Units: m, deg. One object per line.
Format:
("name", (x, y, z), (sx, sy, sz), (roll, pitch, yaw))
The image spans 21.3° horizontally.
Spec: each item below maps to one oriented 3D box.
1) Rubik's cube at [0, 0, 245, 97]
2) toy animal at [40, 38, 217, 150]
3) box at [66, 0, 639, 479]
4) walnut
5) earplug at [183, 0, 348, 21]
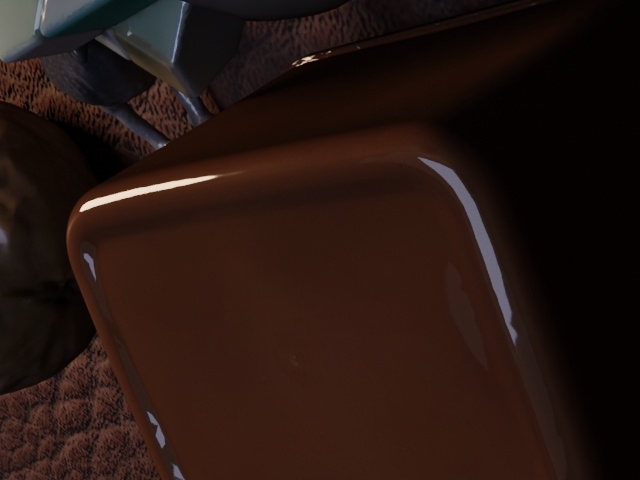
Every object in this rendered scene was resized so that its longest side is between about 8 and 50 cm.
("Rubik's cube", (-0.090, -0.223, 1.035), (0.224, 0.213, 0.265), (-19, 89, 43))
("toy animal", (-0.158, -0.135, 1.271), (0.206, 0.081, 0.367), (41, 180, -16))
("box", (0.057, 0.017, 0.953), (0.339, 0.229, 0.239), (-9, 107, 44))
("walnut", (-0.302, 0.004, 1.474), (0.273, 0.227, 0.273), (29, 135, 33))
("earplug", (0.022, -0.311, 0.700), (0.313, 0.312, 0.394), (57, 147, 2))
